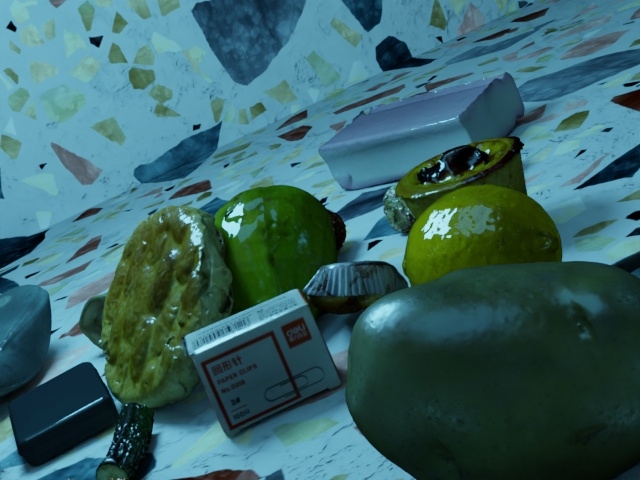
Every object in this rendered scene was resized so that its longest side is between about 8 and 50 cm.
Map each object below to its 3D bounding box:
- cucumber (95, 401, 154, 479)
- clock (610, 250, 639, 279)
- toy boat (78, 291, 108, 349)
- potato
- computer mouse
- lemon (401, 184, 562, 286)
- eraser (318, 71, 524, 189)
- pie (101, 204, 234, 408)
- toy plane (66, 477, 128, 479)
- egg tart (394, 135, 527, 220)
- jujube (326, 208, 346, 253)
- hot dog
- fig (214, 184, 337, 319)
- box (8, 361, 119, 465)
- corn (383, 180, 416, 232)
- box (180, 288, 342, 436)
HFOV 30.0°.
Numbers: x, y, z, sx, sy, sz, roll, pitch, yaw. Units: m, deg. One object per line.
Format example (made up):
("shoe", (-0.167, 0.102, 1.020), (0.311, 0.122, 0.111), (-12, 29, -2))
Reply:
("cucumber", (-0.263, 0.281, 1.633), (0.058, 0.058, 0.187), (-21, 17, 7))
("clock", (0.425, 0.074, 1.349), (0.312, 0.061, 0.312), (-21, 16, 6))
("toy boat", (-0.345, 0.139, 2.101), (0.188, 0.116, 0.061), (-6, 19, 39))
("potato", (0.186, 0.138, 1.150), (0.326, 0.243, 0.221), (-4, 38, 12))
("computer mouse", (-0.588, 0.217, 2.169), (0.188, 0.122, 0.371), (-21, 22, 20))
("lemon", (0.213, 0.019, 1.588), (0.256, 0.188, 0.188), (-9, 21, 46))
("eraser", (0.214, -0.227, 2.522), (0.359, 0.122, 0.272), (-12, 21, 37))
("pie", (-0.239, 0.101, 1.820), (0.083, 0.339, 0.339), (17, -7, -31))
("toy plane", (-0.247, 0.329, 1.468), (0.188, 0.062, 0.135), (-2, 22, 18))
("egg tart", (0.234, -0.067, 1.872), (0.215, 0.171, 0.215), (-21, 17, 7))
("jujube", (0.000, -0.004, 2.130), (0.104, 0.104, 0.166), (-22, 21, 4))
("hot dog", (0.053, 0.070, 1.725), (0.144, 0.075, 0.268), (-7, -3, 13))
("fig", (-0.080, 0.037, 1.859), (0.233, 0.233, 0.314), (-20, 10, 9))
("box", (-0.407, 0.268, 1.875), (0.160, 0.050, 0.230), (-28, 16, -12))
("corn", (0.229, -0.100, 2.152), (0.280, 0.092, 0.092), (-27, 16, -27))
("box", (-0.080, 0.165, 1.622), (0.182, 0.133, 0.099), (-22, 15, -6))
